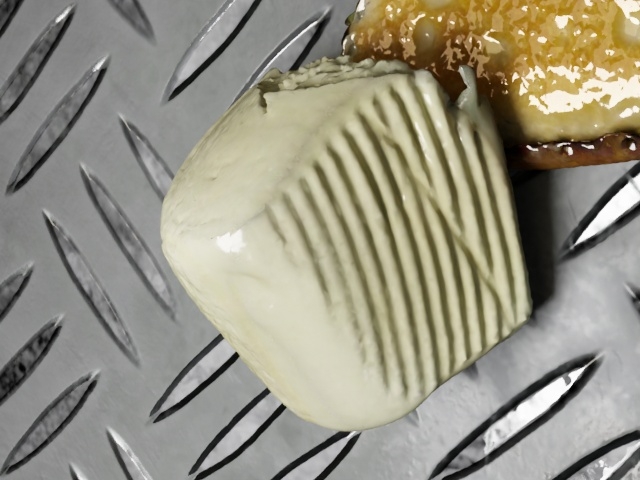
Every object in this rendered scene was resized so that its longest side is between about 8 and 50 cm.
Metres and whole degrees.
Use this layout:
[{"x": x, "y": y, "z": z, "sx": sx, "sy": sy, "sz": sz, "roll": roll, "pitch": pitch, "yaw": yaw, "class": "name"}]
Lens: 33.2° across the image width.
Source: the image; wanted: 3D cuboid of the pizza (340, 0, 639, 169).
[{"x": 0.181, "y": -0.203, "z": 0.905, "sx": 0.392, "sy": 0.080, "sz": 0.435, "roll": -41, "pitch": 71, "yaw": 28, "class": "pizza"}]

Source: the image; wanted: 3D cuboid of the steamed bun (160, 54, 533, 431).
[{"x": 0.000, "y": 0.000, "z": 0.939, "sx": 0.290, "sy": 0.273, "sz": 0.272, "roll": 60, "pitch": 157, "yaw": -17, "class": "steamed bun"}]
